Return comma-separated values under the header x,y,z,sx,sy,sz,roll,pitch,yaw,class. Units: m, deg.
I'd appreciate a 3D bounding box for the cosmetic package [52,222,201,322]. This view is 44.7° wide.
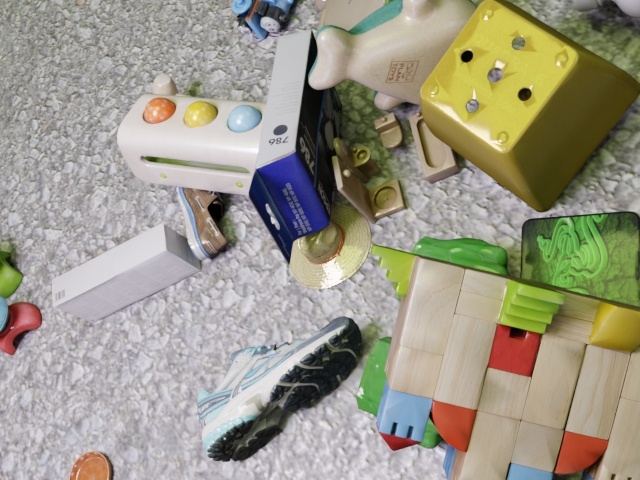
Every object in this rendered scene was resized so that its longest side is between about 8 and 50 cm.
x,y,z,sx,sy,sz,roll,pitch,yaw,class
-0.330,0.058,1.319,0.239,0.099,0.060,-25,55,17,cosmetic package

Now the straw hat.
x,y,z,sx,sy,sz,roll,pitch,yaw,class
0.000,0.000,1.180,0.145,0.061,0.144,-13,62,25,straw hat

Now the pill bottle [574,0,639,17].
x,y,z,sx,sy,sz,roll,pitch,yaw,class
0.492,-0.401,1.011,0.323,0.181,0.181,-7,65,26,pill bottle

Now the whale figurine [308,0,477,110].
x,y,z,sx,sy,sz,roll,pitch,yaw,class
0.106,-0.292,1.143,0.272,0.216,0.141,-10,54,-18,whale figurine

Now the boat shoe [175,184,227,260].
x,y,z,sx,sy,sz,roll,pitch,yaw,class
-0.196,-0.052,1.320,0.066,0.066,0.183,-22,61,6,boat shoe

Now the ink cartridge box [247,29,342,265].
x,y,z,sx,sy,sz,roll,pitch,yaw,class
-0.029,-0.143,1.152,0.065,0.165,0.332,-6,52,17,ink cartridge box

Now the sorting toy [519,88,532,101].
x,y,z,sx,sy,sz,roll,pitch,yaw,class
0.283,-0.208,1.135,0.075,0.045,0.083,-19,58,43,sorting toy

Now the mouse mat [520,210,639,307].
x,y,z,sx,sy,sz,roll,pitch,yaw,class
0.332,0.053,1.001,0.153,0.007,0.189,-5,65,28,mouse mat

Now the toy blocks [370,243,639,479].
x,y,z,sx,sy,sz,roll,pitch,yaw,class
0.215,0.175,0.868,0.382,0.191,0.260,14,93,0,toy blocks

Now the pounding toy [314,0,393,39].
x,y,z,sx,sy,sz,roll,pitch,yaw,class
0.086,-0.379,1.299,0.237,0.110,0.182,-15,69,57,pounding toy

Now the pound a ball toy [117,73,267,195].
x,y,z,sx,sy,sz,roll,pitch,yaw,class
-0.191,-0.204,1.305,0.319,0.135,0.208,9,53,21,pound a ball toy

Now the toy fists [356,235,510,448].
x,y,z,sx,sy,sz,roll,pitch,yaw,class
0.162,0.129,1.011,0.142,0.096,0.279,16,78,42,toy fists

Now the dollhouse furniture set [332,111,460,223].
x,y,z,sx,sy,sz,roll,pitch,yaw,class
0.106,-0.135,1.142,0.151,0.123,0.144,-21,59,20,dollhouse furniture set

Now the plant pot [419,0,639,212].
x,y,z,sx,sy,sz,roll,pitch,yaw,class
0.249,-0.188,1.002,0.212,0.187,0.212,42,105,25,plant pot

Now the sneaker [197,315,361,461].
x,y,z,sx,sy,sz,roll,pitch,yaw,class
-0.072,0.185,1.108,0.283,0.110,0.122,-39,51,9,sneaker

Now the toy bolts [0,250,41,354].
x,y,z,sx,sy,sz,roll,pitch,yaw,class
-0.655,0.118,1.436,0.218,0.158,0.228,-50,54,0,toy bolts

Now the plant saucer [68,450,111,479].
x,y,z,sx,sy,sz,roll,pitch,yaw,class
-0.367,0.379,1.242,0.084,0.013,0.083,-12,63,25,plant saucer

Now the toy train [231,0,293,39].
x,y,z,sx,sy,sz,roll,pitch,yaw,class
-0.090,-0.460,1.435,0.105,0.080,0.184,13,75,27,toy train
